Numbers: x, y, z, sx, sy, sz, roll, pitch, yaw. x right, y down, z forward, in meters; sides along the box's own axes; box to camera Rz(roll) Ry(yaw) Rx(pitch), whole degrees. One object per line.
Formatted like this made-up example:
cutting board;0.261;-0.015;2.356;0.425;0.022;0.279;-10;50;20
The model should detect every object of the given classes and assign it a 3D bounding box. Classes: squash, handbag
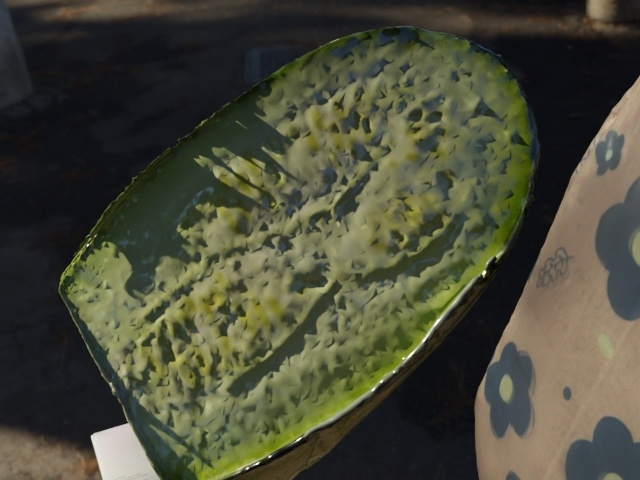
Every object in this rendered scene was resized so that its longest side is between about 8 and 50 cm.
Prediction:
squash;0.000;0.000;0.684;0.210;0.309;0.234;-9;59;-45
handbag;0.206;0.062;0.455;0.193;0.251;0.190;5;32;-21

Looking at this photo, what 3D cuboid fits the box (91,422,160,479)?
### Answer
box;-0.150;0.223;0.990;0.130;0.051;0.129;-14;24;-16
